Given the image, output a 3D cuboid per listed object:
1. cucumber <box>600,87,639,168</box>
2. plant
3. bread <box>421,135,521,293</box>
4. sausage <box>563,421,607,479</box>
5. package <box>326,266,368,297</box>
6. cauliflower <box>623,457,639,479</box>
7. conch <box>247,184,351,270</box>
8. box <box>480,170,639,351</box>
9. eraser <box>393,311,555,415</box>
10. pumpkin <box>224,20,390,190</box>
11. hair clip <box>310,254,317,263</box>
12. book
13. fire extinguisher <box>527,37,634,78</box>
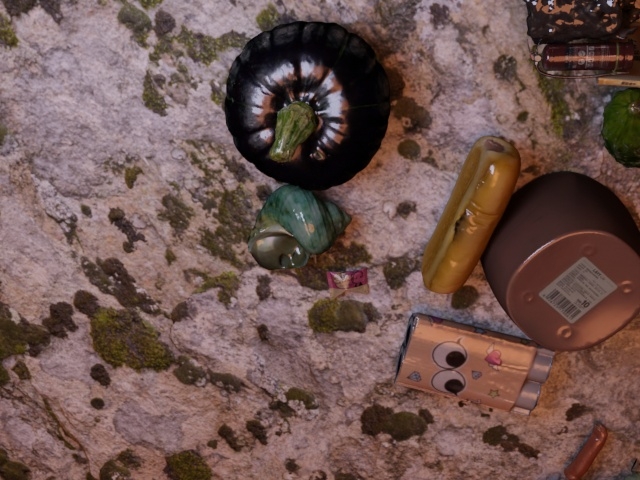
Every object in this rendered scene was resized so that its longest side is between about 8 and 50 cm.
[{"bbox_3d":[0.523,-0.194,1.264,0.134,0.244,0.134,-2,85,26],"label":"cucumber"},{"bbox_3d":[0.425,-0.412,1.218,0.234,0.204,0.178,-10,117,17],"label":"plant"},{"bbox_3d":[0.279,-0.042,1.425,0.091,0.142,0.305,18,118,-4],"label":"bread"},{"bbox_3d":[0.583,0.464,1.681,0.042,0.036,0.158,16,115,-9],"label":"sausage"},{"bbox_3d":[0.057,0.086,1.569,0.083,0.029,0.059,-7,107,-2],"label":"package"},{"bbox_3d":[0.623,0.620,1.664,0.315,0.256,0.239,-48,111,-14],"label":"cauliflower"},{"bbox_3d":[-0.044,-0.025,1.468,0.188,0.122,0.176,2,115,30],"label":"conch"},{"bbox_3d":[0.447,0.049,1.410,0.301,0.216,0.301,3,116,7],"label":"box"},{"bbox_3d":[0.313,0.249,1.583,0.290,0.087,0.171,14,117,0],"label":"eraser"},{"bbox_3d":[-0.025,-0.224,1.302,0.296,0.296,0.296,2,115,5],"label":"pumpkin"},{"bbox_3d":[0.000,-0.001,1.537,0.039,0.030,0.115,22,119,-25],"label":"hair clip"},{"bbox_3d":[0.566,-0.303,1.263,0.241,0.170,0.018,5,138,3],"label":"book"},{"bbox_3d":[0.404,-0.287,1.206,0.158,0.043,0.064,1,111,12],"label":"fire extinguisher"}]
